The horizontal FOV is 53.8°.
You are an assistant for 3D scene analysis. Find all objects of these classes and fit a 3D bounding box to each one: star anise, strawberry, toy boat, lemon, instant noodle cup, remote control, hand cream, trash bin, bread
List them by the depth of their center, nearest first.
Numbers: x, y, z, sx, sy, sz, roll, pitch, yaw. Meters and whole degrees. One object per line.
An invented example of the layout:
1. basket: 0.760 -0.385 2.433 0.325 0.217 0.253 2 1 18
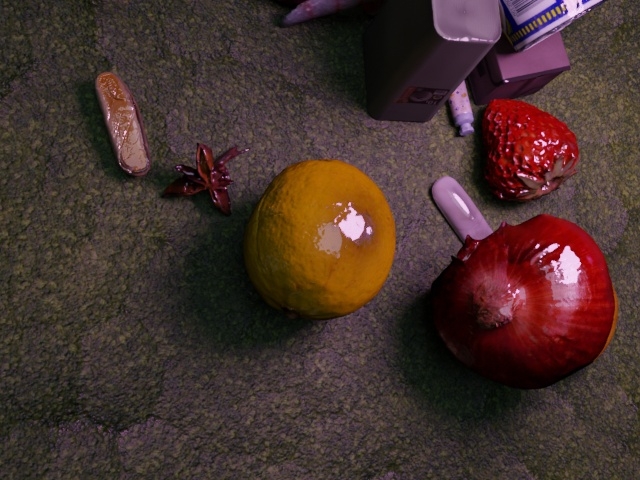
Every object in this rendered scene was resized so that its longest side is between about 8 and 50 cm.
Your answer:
1. lemon: 0.000 0.000 1.165 0.297 0.297 0.296 3 77 -14
2. bread: -0.382 -0.224 1.231 0.073 0.053 0.214 -18 86 -13
3. instant noodle cup: 0.406 -0.557 1.246 0.284 0.284 0.312 -32 95 -18
4. star anise: -0.218 -0.146 1.251 0.141 0.158 0.144 19 40 -19
5. trash bin: 0.210 -0.406 1.271 0.158 0.343 0.222 0 79 -12
6. toy boat: 0.045 -0.520 1.344 0.282 0.206 0.096 -17 94 -2
7. remote control: 0.328 -0.043 1.378 0.073 0.044 0.229 -34 88 -21
8. strawberry: 0.443 -0.212 1.392 0.205 0.205 0.244 -15 60 -17
9. hand cream: 0.313 -0.323 1.435 0.065 0.043 0.170 -8 78 -12

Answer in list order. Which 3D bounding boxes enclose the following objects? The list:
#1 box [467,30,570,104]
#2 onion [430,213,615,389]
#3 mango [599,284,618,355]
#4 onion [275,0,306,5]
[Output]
1. box: 0.424 -0.460 1.437 0.188 0.153 0.252 -15 82 -15
2. onion: 0.388 0.127 1.215 0.342 0.341 0.341 3 77 -14
3. mango: 0.564 0.156 1.361 0.157 0.109 0.262 29 71 -3
4. onion: -0.035 -0.646 1.324 0.273 0.230 0.256 13 76 -19
